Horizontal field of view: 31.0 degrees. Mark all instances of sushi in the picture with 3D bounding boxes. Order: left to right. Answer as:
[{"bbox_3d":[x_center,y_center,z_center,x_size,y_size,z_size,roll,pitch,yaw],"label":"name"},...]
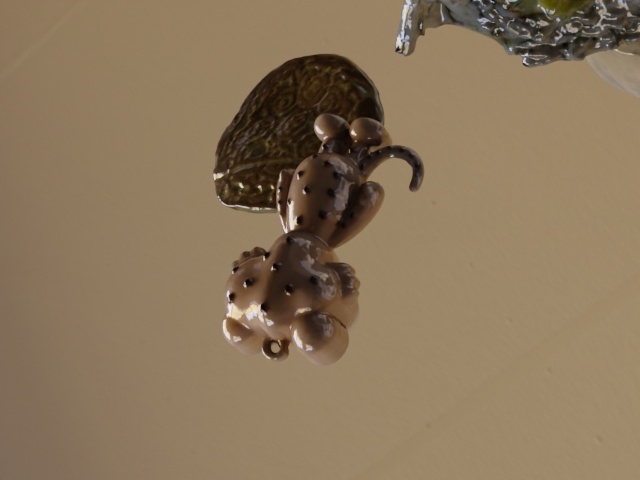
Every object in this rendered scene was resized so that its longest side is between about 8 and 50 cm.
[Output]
[{"bbox_3d":[0.188,-0.252,0.969,0.274,0.184,0.139,-8,-131,23],"label":"sushi"}]

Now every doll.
[{"bbox_3d":[-0.002,-0.001,1.206,0.154,0.119,0.278,19,-104,32],"label":"doll"}]

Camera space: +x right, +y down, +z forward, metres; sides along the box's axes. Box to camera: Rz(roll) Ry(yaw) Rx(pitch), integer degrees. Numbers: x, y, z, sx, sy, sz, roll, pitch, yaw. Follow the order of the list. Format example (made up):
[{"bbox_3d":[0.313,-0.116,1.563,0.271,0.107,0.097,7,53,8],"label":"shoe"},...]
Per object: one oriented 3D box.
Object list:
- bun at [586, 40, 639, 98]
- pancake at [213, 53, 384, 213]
[{"bbox_3d":[0.389,-0.214,1.162,0.263,0.175,0.263,-15,-138,14],"label":"bun"},{"bbox_3d":[-0.032,-0.137,1.471,0.250,0.031,0.250,-18,-129,24],"label":"pancake"}]
